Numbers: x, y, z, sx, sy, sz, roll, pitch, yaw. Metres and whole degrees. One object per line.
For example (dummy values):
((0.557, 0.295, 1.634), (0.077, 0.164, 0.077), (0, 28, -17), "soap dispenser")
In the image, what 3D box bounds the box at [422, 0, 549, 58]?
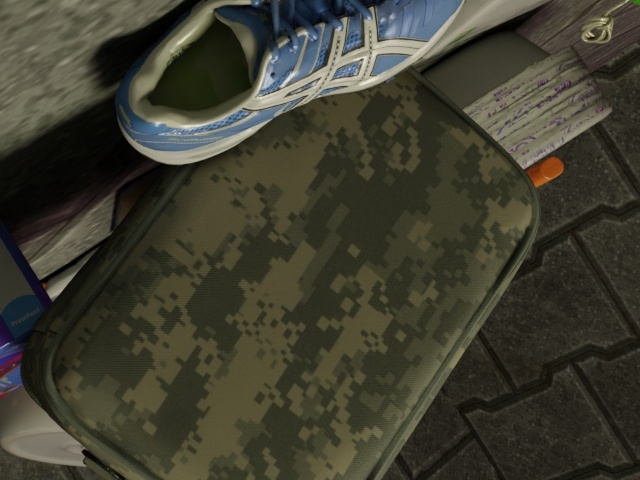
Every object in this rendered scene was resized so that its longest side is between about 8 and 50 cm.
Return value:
((0.216, -0.247, 0.781), (0.232, 0.058, 0.322), (-29, 177, -41), "box")

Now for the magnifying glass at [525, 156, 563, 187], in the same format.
((0.213, -0.053, 1.384), (0.092, 0.026, 0.231), (-32, 177, -20), "magnifying glass")

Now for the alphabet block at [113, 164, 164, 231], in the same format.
((-0.043, 0.014, 1.022), (0.193, 0.197, 0.192), (-31, 177, -14), "alphabet block")

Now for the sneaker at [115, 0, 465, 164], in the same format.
((-0.008, -0.102, 0.601), (0.211, 0.080, 0.081), (-33, 180, 2), "sneaker")

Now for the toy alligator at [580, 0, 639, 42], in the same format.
((0.242, -0.199, 0.823), (0.190, 0.056, 0.051), (-36, -144, 57), "toy alligator")

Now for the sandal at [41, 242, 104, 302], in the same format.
((-0.236, 0.070, 1.144), (0.265, 0.076, 0.102), (-32, 177, 11), "sandal")

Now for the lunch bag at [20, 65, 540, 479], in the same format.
((-0.039, 0.031, 0.782), (0.305, 0.212, 0.256), (-56, -166, -15), "lunch bag")

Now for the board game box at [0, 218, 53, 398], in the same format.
((-0.304, 0.099, 0.894), (0.233, 0.078, 0.347), (-31, 177, -13), "board game box")

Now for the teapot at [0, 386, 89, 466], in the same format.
((-0.245, 0.144, 1.355), (0.256, 0.187, 0.252), (-13, 156, 32), "teapot")

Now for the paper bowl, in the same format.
((0.172, -0.128, 1.365), (0.284, 0.148, 0.284), (-32, 176, -2), "paper bowl")
